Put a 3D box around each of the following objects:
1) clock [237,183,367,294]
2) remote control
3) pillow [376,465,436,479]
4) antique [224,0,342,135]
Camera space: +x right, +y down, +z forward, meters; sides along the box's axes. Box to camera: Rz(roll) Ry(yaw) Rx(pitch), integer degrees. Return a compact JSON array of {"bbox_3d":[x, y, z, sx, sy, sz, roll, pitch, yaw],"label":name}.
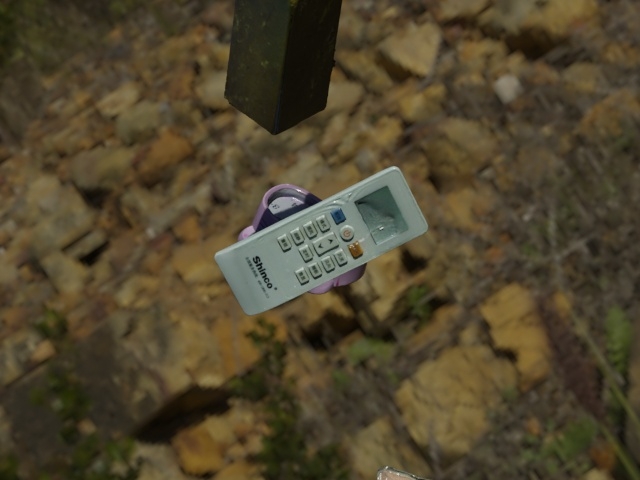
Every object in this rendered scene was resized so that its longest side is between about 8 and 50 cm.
[{"bbox_3d":[-0.019,-0.003,1.769,0.110,0.152,0.050,-32,-32,-48],"label":"clock"},{"bbox_3d":[0.000,0.000,1.158,0.162,0.061,0.029,-26,19,4],"label":"remote control"},{"bbox_3d":[0.074,0.329,1.343,0.043,0.126,0.233,-178,105,-72],"label":"pillow"},{"bbox_3d":[-0.035,-0.222,1.483,0.080,0.081,0.221,-33,-34,-35],"label":"antique"}]
